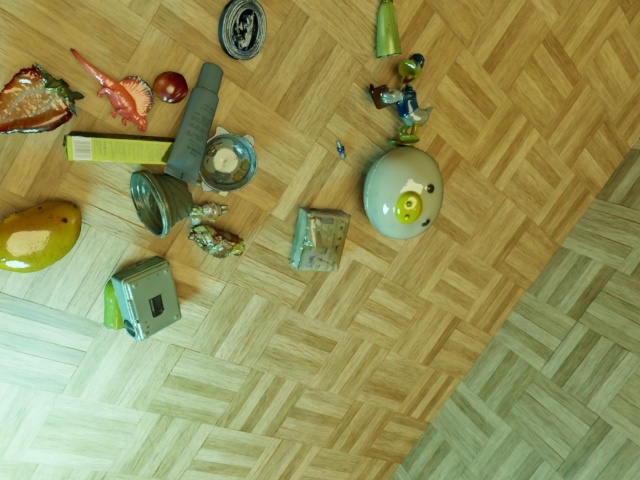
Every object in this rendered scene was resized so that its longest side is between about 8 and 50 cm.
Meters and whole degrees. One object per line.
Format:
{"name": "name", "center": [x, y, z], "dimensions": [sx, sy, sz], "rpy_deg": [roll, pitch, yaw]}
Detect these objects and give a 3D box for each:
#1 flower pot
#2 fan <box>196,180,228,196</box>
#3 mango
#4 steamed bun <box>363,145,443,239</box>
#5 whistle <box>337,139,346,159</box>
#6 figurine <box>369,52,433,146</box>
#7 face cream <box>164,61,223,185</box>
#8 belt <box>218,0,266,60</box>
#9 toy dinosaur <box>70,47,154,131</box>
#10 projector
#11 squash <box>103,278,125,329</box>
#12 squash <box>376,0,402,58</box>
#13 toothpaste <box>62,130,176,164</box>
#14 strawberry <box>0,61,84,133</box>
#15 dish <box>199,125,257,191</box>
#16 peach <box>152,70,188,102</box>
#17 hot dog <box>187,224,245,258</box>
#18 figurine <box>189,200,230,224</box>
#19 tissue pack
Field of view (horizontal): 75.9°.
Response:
{"name": "flower pot", "center": [-0.517, -0.134, 1.366], "dimensions": [0.141, 0.236, 0.235], "rpy_deg": [-24, 122, -39]}
{"name": "fan", "center": [-0.424, -0.201, 1.477], "dimensions": [0.193, 0.016, 0.038], "rpy_deg": [16, 101, -30]}
{"name": "mango", "center": [-0.880, -0.011, 1.277], "dimensions": [0.290, 0.160, 0.190], "rpy_deg": [-36, 115, -18]}
{"name": "steamed bun", "center": [0.334, -0.189, 1.656], "dimensions": [0.334, 0.334, 0.373], "rpy_deg": [-11, 121, -20]}
{"name": "whistle", "center": [0.085, -0.360, 1.633], "dimensions": [0.033, 0.029, 0.083], "rpy_deg": [-56, 137, -39]}
{"name": "figurine", "center": [0.310, -0.566, 1.597], "dimensions": [0.284, 0.205, 0.337], "rpy_deg": [16, 92, -22]}
{"name": "face cream", "center": [-0.393, -0.375, 1.307], "dimensions": [0.136, 0.087, 0.384], "rpy_deg": [28, 74, -62]}
{"name": "belt", "center": [-0.248, -0.679, 1.312], "dimensions": [0.142, 0.082, 0.190], "rpy_deg": [8, 109, -33]}
{"name": "toy dinosaur", "center": [-0.599, -0.465, 1.239], "dimensions": [0.139, 0.070, 0.286], "rpy_deg": [-27, 120, 1]}
{"name": "projector", "center": [-0.615, 0.211, 1.474], "dimensions": [0.192, 0.099, 0.256], "rpy_deg": [-29, 125, -45]}
{"name": "squash", "center": [-0.730, 0.215, 1.476], "dimensions": [0.095, 0.095, 0.187], "rpy_deg": [2, 107, -25]}
{"name": "squash", "center": [0.248, -0.788, 1.501], "dimensions": [0.095, 0.094, 0.224], "rpy_deg": [-12, 107, -20]}
{"name": "toothpaste", "center": [-0.615, -0.291, 1.296], "dimensions": [0.328, 0.110, 0.077], "rpy_deg": [-2, 110, -24]}
{"name": "strawberry", "center": [-0.814, -0.377, 1.179], "dimensions": [0.228, 0.098, 0.174], "rpy_deg": [-47, 121, 4]}
{"name": "dish", "center": [-0.336, -0.289, 1.438], "dimensions": [0.237, 0.086, 0.227], "rpy_deg": [-28, 119, -11]}
{"name": "peach", "center": [-0.470, -0.483, 1.291], "dimensions": [0.101, 0.101, 0.100], "rpy_deg": [-9, 115, -21]}
{"name": "hot dog", "center": [-0.383, 0.010, 1.515], "dimensions": [0.213, 0.146, 0.102], "rpy_deg": [19, 76, -25]}
{"name": "figurine", "center": [-0.397, -0.099, 1.484], "dimensions": [0.146, 0.098, 0.081], "rpy_deg": [-13, 104, -17]}
{"name": "tissue pack", "center": [0.000, 0.000, 1.694], "dimensions": [0.215, 0.123, 0.256], "rpy_deg": [3, 111, -28]}
